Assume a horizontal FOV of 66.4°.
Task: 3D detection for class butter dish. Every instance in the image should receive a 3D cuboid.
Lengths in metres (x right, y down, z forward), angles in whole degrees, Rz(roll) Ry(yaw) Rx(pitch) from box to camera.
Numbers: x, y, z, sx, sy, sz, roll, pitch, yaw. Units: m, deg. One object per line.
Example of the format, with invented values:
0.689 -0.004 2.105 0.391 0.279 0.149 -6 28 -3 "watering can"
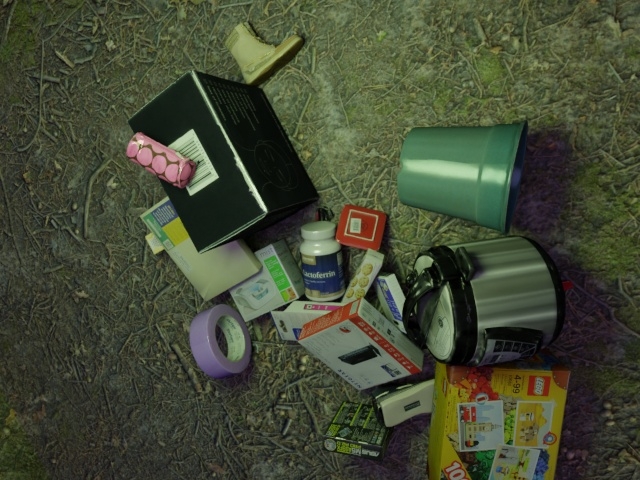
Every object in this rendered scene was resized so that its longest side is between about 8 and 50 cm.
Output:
0.140 -0.029 1.745 0.159 0.118 0.160 13 66 3 "butter dish"

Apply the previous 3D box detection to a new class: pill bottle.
0.005 0.073 1.764 0.153 0.153 0.265 0 109 19 "pill bottle"

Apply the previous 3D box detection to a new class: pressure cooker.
0.452 0.185 1.480 0.420 0.375 0.370 -7 94 -9 "pressure cooker"

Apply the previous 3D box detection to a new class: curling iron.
0.000 0.000 1.836 0.068 0.035 0.274 12 103 16 "curling iron"

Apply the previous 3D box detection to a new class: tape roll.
-0.386 0.393 1.913 0.090 0.275 0.275 -23 92 22 "tape roll"

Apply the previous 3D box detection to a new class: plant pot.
0.433 -0.211 1.510 0.334 0.341 0.341 12 104 24 "plant pot"

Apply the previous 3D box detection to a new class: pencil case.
-0.462 -0.239 1.418 0.209 0.095 0.098 27 144 11 "pencil case"

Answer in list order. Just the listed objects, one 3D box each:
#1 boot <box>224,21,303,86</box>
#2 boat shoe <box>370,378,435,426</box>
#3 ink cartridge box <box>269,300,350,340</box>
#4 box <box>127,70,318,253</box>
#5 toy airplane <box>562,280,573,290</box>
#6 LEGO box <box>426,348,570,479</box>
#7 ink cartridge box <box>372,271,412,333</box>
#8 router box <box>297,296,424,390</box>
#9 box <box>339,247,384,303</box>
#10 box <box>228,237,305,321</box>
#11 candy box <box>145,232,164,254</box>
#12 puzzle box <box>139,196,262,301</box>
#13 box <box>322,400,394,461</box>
-0.207 -0.704 1.748 0.262 0.095 0.204 -31 88 25 "boot"
0.343 0.557 1.785 0.340 0.158 0.127 -13 100 -9 "boat shoe"
0.009 0.306 1.802 0.370 0.069 0.176 -1 131 17 "ink cartridge box"
-0.296 -0.264 1.655 0.297 0.471 0.480 -28 90 23 "box"
0.747 0.145 1.611 0.151 0.028 0.151 4 102 19 "toy airplane"
0.571 0.616 1.622 0.372 0.193 0.501 2 101 1 "LEGO box"
0.250 0.211 1.705 0.045 0.206 0.208 -22 93 -10 "ink cartridge box"
0.142 0.376 1.721 0.335 0.082 0.301 42 131 -19 "router box"
0.135 0.167 1.740 0.067 0.063 0.324 24 129 0 "box"
-0.216 0.151 1.892 0.261 0.127 0.231 -25 93 22 "box"
-0.505 -0.061 1.918 0.316 0.183 0.088 -26 92 21 "candy box"
-0.436 0.002 1.794 0.272 0.052 0.409 -29 104 22 "puzzle box"
0.148 0.689 1.789 0.216 0.270 0.060 3 100 18 "box"
